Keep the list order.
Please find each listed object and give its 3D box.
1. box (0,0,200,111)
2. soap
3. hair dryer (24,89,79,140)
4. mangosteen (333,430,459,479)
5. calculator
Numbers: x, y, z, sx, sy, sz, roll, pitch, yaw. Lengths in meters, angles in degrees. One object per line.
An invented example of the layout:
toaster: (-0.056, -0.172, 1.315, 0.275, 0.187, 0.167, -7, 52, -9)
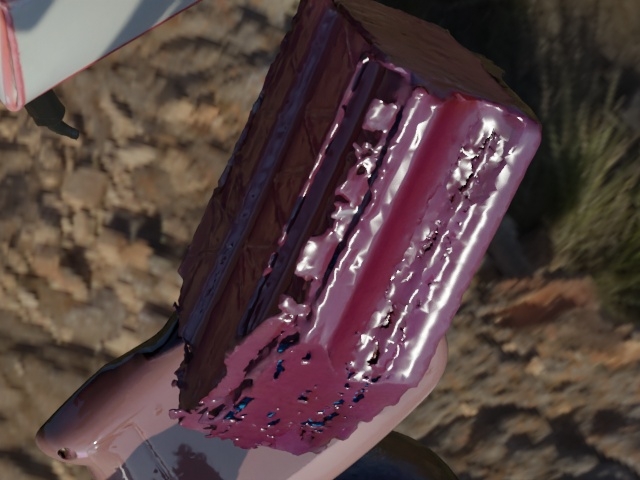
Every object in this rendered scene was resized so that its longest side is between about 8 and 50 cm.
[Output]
box: (-0.127, -0.317, 0.850, 0.312, 0.300, 0.314, -34, 64, -24)
soap: (0.000, 0.000, 0.924, 0.099, 0.162, 0.250, 16, 112, -28)
hair dryer: (-0.324, -0.215, 1.995, 0.091, 0.271, 0.235, 11, 55, 13)
mangosteen: (0.023, 0.340, 1.829, 0.311, 0.311, 0.311, 3, 73, -11)
calculator: (-0.039, 0.118, 1.319, 0.330, 0.048, 0.220, -35, 126, -9)
